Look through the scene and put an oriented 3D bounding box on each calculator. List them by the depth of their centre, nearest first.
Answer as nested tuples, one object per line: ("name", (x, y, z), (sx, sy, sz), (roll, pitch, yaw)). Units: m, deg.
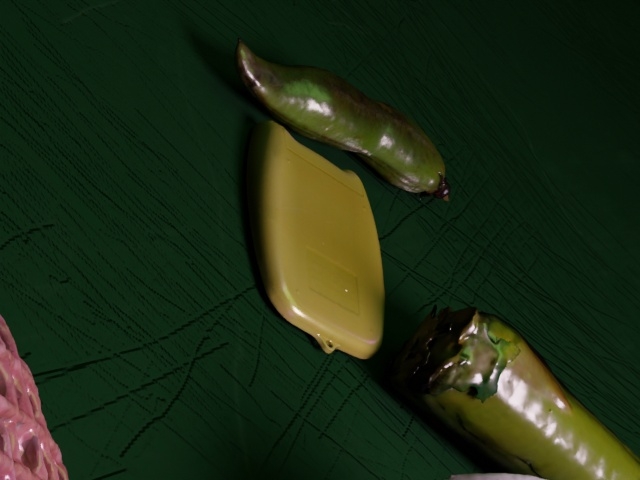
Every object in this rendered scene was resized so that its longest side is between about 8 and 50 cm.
("calculator", (0.000, 0.000, 1.243), (0.157, 0.033, 0.236), (31, 39, -37))

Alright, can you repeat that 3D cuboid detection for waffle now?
("waffle", (-0.164, 0.134, 0.731), (0.234, 0.055, 0.221), (-119, -164, -66))

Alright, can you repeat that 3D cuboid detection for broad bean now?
("broad bean", (0.031, -0.115, 1.376), (0.339, 0.061, 0.077), (25, 52, -40))

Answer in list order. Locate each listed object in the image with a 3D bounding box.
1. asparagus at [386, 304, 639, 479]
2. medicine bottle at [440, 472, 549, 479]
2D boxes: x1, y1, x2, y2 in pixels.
("asparagus", (0.218, 0.195, 1.273), (0.382, 0.128, 0.108), (43, 68, -21))
("medicine bottle", (0.119, 0.326, 0.852), (0.256, 0.256, 0.325), (39, 24, -24))
